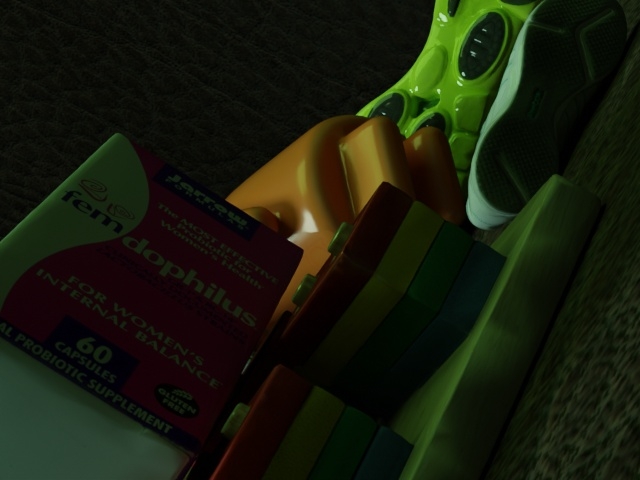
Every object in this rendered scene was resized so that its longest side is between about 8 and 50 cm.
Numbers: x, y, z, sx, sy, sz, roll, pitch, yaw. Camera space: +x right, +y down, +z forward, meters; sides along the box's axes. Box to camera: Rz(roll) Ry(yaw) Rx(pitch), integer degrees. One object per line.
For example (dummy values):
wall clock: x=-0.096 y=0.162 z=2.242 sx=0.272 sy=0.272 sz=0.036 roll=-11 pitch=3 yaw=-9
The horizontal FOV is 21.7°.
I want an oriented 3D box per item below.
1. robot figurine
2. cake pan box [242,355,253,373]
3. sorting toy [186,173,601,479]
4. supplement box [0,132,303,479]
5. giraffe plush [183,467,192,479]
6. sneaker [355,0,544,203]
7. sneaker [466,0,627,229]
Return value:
robot figurine: x=-0.002 y=-0.001 z=1.112 sx=0.219 sy=0.128 sz=0.158 roll=-36 pitch=5 yaw=43
cake pan box: x=-0.104 y=0.184 z=1.124 sx=0.246 sy=0.070 sz=0.267 roll=-60 pitch=-14 yaw=-7
sorting toy: x=-0.013 y=0.109 z=0.716 sx=0.257 sy=0.089 sz=0.255 roll=-60 pitch=3 yaw=-36
supplement box: x=-0.098 y=0.054 z=0.714 sx=0.114 sy=0.111 sz=0.220 roll=-57 pitch=2 yaw=21
giraffe plush: x=-0.137 y=0.171 z=0.909 sx=0.181 sy=0.210 sz=0.170 roll=-61 pitch=7 yaw=-9
sneaker: x=0.109 y=-0.110 z=1.198 sx=0.123 sy=0.109 sz=0.295 roll=0 pitch=-58 yaw=-61
sneaker: x=0.113 y=-0.071 z=0.887 sx=0.152 sy=0.053 sz=0.061 roll=-60 pitch=0 yaw=-22
